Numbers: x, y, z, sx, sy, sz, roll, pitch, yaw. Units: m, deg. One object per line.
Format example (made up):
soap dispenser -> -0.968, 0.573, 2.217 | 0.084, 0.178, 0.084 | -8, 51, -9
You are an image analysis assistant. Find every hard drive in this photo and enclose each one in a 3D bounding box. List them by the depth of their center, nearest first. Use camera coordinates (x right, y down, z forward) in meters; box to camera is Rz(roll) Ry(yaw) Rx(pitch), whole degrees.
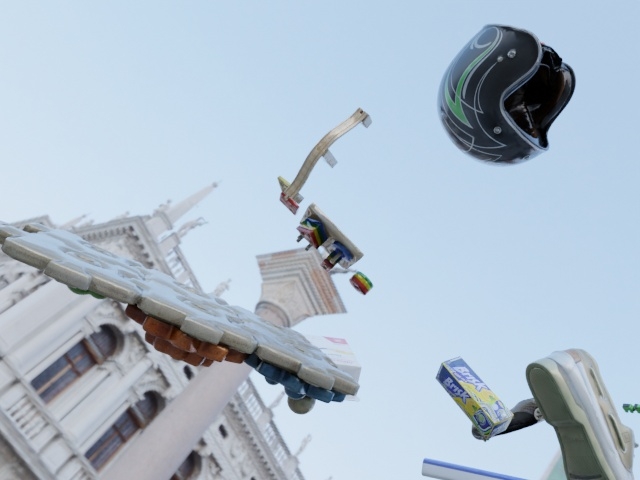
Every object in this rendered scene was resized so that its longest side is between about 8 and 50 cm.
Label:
hard drive -> 0.415, 0.564, 1.212 | 0.318, 0.040, 0.210 | 2, -24, 25

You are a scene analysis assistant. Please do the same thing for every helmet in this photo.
helmet -> 0.236, -0.183, 0.690 | 0.169, 0.169, 0.162 | 28, -74, 13

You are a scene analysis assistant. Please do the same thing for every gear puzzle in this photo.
gear puzzle -> -0.141, 0.043, 0.370 | 0.338, 0.044, 0.175 | 27, -5, -17

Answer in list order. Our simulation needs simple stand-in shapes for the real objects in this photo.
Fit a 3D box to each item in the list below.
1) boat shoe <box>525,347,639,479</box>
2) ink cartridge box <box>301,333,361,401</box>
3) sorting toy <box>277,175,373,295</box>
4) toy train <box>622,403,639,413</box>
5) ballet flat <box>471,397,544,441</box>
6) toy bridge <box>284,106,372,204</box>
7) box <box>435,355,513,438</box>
boat shoe -> 0.433, 0.316, 0.806 | 0.113, 0.103, 0.303 | 137, -66, -71
ink cartridge box -> 0.020, 0.281, 1.170 | 0.115, 0.198, 0.067 | 9, -79, -14
sorting toy -> 0.000, 0.000, 0.981 | 0.274, 0.046, 0.132 | 46, -16, 2
toy train -> 0.787, 0.414, 1.284 | 0.083, 0.017, 0.024 | -17, -68, 52
ballet flat -> 0.527, 0.500, 1.437 | 0.249, 0.058, 0.084 | -31, -75, 30
toy bridge -> 0.007, -0.136, 0.830 | 0.026, 0.063, 0.188 | 43, -88, 18
box -> 0.321, 0.327, 1.102 | 0.169, 0.059, 0.054 | 50, -41, 44
